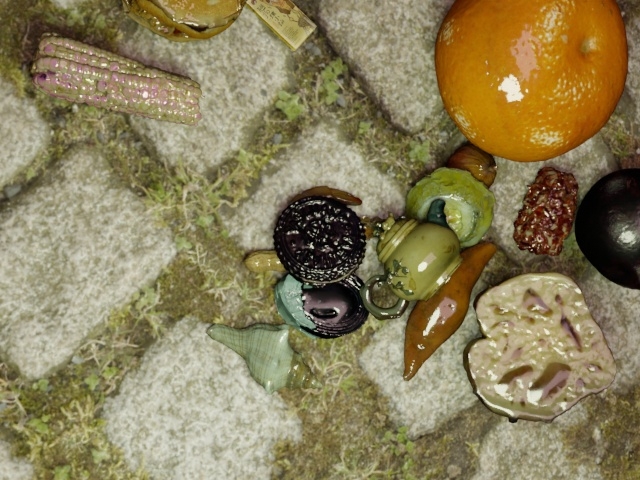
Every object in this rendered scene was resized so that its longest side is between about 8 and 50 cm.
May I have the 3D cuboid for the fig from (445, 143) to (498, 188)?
[{"bbox_3d":[0.320,-0.149,1.809,0.119,0.153,0.119,1,95,11],"label":"fig"}]

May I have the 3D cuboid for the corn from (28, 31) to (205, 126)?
[{"bbox_3d":[-0.388,-0.302,1.632,0.335,0.127,0.126,14,83,-15],"label":"corn"}]

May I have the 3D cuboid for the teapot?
[{"bbox_3d":[0.174,0.033,1.705,0.182,0.173,0.269,42,90,10],"label":"teapot"}]

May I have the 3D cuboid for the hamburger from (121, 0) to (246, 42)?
[{"bbox_3d":[-0.266,-0.505,1.659,0.245,0.163,0.244,3,82,-22],"label":"hamburger"}]

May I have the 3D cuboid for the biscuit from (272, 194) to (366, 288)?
[{"bbox_3d":[0.000,0.000,1.697,0.195,0.053,0.194,2,68,-6],"label":"biscuit"}]

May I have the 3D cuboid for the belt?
[{"bbox_3d":[0.001,0.125,1.731,0.199,0.078,0.151,19,74,-12],"label":"belt"}]

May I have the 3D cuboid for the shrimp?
[{"bbox_3d":[0.037,-0.050,1.777,0.236,0.053,0.133,-3,68,-12],"label":"shrimp"}]

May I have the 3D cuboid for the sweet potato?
[{"bbox_3d":[0.260,0.137,1.790,0.112,0.112,0.359,32,80,-11],"label":"sweet potato"}]

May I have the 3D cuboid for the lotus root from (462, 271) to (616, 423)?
[{"bbox_3d":[0.410,0.221,1.768,0.316,0.250,0.316,0,83,-4],"label":"lotus root"}]

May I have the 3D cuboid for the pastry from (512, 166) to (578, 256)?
[{"bbox_3d":[0.505,-0.064,1.875,0.115,0.097,0.208,30,78,-22],"label":"pastry"}]

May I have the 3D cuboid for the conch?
[{"bbox_3d":[-0.094,0.222,1.689,0.137,0.114,0.234,-40,92,-27],"label":"conch"}]

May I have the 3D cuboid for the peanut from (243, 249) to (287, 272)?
[{"bbox_3d":[-0.101,0.042,1.724,0.113,0.054,0.053,-4,88,-19],"label":"peanut"}]

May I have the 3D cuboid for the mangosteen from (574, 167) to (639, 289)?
[{"bbox_3d":[0.713,-0.034,1.818,0.275,0.302,0.274,12,68,-33],"label":"mangosteen"}]

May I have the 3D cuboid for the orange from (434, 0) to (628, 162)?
[{"bbox_3d":[0.425,-0.370,1.751,0.424,0.326,0.423,-3,96,-32],"label":"orange"}]

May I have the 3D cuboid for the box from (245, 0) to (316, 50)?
[{"bbox_3d":[-0.084,-0.474,1.775,0.149,0.020,0.073,41,78,-9],"label":"box"}]

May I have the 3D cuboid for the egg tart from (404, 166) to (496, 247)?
[{"bbox_3d":[0.269,-0.053,1.777,0.197,0.078,0.197,6,118,11],"label":"egg tart"}]
